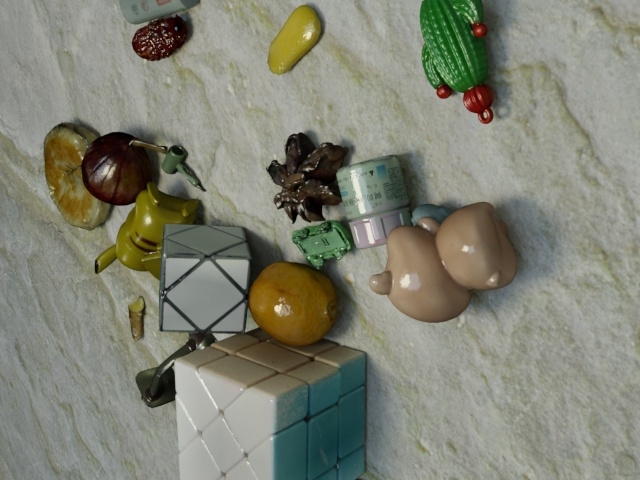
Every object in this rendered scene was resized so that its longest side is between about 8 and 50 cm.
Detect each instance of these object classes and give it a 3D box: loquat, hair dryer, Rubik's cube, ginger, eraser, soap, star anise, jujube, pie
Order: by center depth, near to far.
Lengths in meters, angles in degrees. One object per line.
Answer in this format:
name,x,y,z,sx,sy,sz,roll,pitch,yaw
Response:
star anise,-0.033,-0.140,1.551,0.220,0.099,0.214,-30,68,40
soap,-0.061,-0.437,1.558,0.168,0.033,0.089,-37,74,40
Rubik's cube,-0.109,0.403,1.616,0.318,0.315,0.322,11,106,39
loquat,-0.066,0.143,1.617,0.234,0.176,0.187,14,93,35
Rubik's cube,-0.280,0.088,1.710,0.205,0.207,0.205,-116,32,-66
eraser,-0.407,-0.645,1.773,0.226,0.081,0.174,1,98,41
jujube,-0.402,-0.502,1.792,0.165,0.104,0.104,-2,99,39
hair dryer,-0.350,-0.177,1.871,0.150,0.047,0.071,44,130,11
ginger,-0.553,0.233,2.135,0.057,0.044,0.137,13,111,19
pie,-0.736,-0.193,2.168,0.339,0.077,0.339,13,111,35

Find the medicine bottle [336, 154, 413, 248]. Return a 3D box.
medicine bottle,0.112,-0.077,1.433,0.135,0.135,0.169,-12,94,41

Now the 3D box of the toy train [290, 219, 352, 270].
toy train,0.000,0.000,1.583,0.149,0.081,0.099,-22,116,31

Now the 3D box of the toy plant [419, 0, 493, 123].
toy plant,0.243,-0.333,1.293,0.154,0.088,0.241,16,122,50

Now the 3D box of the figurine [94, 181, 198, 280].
figurine,-0.447,-0.003,1.913,0.326,0.218,0.169,-42,32,46

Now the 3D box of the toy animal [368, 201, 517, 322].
toy animal,0.242,0.045,1.312,0.221,0.210,0.230,7,68,44

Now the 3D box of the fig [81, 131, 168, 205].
fig,-0.537,-0.218,1.909,0.249,0.186,0.204,-55,47,47

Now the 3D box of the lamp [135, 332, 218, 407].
lamp,-0.430,0.313,2.001,0.283,0.124,0.203,-52,57,33
